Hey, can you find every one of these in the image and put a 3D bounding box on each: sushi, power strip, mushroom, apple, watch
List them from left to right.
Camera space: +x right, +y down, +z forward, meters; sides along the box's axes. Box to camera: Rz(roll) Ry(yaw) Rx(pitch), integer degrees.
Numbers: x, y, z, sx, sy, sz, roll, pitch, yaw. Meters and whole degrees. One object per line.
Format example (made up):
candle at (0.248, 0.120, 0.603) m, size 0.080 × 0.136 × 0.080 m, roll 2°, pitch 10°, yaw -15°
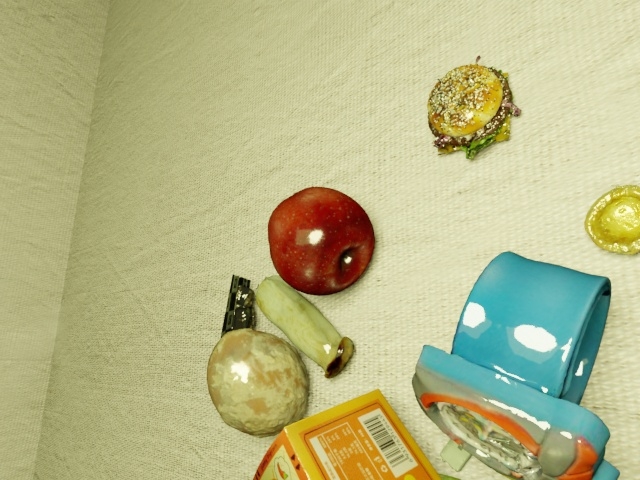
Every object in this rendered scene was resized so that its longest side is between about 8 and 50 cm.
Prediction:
sushi at (-0.184, 0.197, 1.019) m, size 0.051 × 0.192 × 0.215 m, roll 8°, pitch 81°, yaw 5°
mushroom at (-0.046, 0.183, 0.942) m, size 0.312 × 0.081 × 0.099 m, roll 35°, pitch 100°, yaw 42°
apple at (0.000, 0.000, 0.863) m, size 0.201 × 0.218 × 0.218 m, roll 24°, pitch 93°, yaw 42°
power strip at (0.237, 0.340, 0.704) m, size 0.040 × 0.016 × 0.090 m, roll 39°, pitch 102°, yaw 40°
watch at (0.292, 0.181, 0.583) m, size 0.242 × 0.305 × 0.274 m, roll 19°, pitch 60°, yaw 38°

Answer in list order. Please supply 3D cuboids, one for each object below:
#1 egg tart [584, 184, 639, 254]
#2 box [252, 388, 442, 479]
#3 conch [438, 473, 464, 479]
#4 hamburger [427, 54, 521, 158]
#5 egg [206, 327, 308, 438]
egg tart at (0.445, -0.029, 0.617) m, size 0.105 × 0.039 × 0.105 m, roll -12°, pitch 71°, yaw 37°
box at (0.049, 0.445, 0.653) m, size 0.283 × 0.214 × 0.259 m, roll 52°, pitch 133°, yaw 37°
conch at (0.209, 0.424, 0.665) m, size 0.201 × 0.080 × 0.094 m, roll -9°, pitch 76°, yaw 50°
hamburger at (0.272, -0.247, 0.787) m, size 0.164 × 0.093 × 0.189 m, roll -21°, pitch 67°, yaw 34°
egg at (-0.133, 0.294, 0.884) m, size 0.203 × 0.245 × 0.203 m, roll -30°, pitch 20°, yaw 12°
